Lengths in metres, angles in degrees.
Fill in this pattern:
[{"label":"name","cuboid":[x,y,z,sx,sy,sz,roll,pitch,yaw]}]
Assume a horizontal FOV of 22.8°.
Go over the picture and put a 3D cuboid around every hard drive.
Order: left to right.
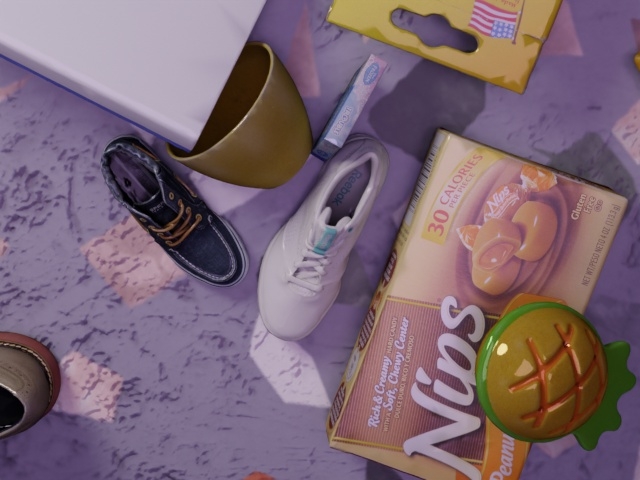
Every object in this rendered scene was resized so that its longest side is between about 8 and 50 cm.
[{"label":"hard drive","cuboid":[-0.215,-0.239,1.416,0.318,0.040,0.210,27,64,-7]}]

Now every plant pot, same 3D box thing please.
[{"label":"plant pot","cuboid":[-0.062,-0.102,1.461,0.134,0.134,0.095,-47,121,5]}]

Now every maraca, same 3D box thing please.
[{"label":"maraca","cuboid":[0.213,0.124,1.422,0.185,0.099,0.127,21,91,-34]}]

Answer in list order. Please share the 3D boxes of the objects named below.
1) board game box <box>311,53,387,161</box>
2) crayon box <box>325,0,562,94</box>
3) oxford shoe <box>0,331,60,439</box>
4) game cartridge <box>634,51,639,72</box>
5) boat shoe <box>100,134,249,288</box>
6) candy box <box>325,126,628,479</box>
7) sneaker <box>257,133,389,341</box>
[{"label":"board game box","cuboid":[0.025,-0.121,1.458,0.020,0.090,0.090,30,80,-6]},{"label":"crayon box","cuboid":[0.147,-0.316,1.447,0.202,0.081,0.318,21,97,-4]},{"label":"oxford shoe","cuboid":[-0.425,0.145,1.477,0.348,0.130,0.123,-8,98,0]},{"label":"game cartridge","cuboid":[0.494,-0.102,1.506,0.285,0.053,0.324,-28,100,3]},{"label":"boat shoe","cuboid":[-0.140,-0.020,1.483,0.065,0.083,0.183,-43,97,5]},{"label":"candy box","cuboid":[0.143,0.072,1.500,0.183,0.087,0.316,20,98,-5]},{"label":"sneaker","cuboid":[0.000,0.000,1.484,0.080,0.094,0.212,23,97,-6]}]
